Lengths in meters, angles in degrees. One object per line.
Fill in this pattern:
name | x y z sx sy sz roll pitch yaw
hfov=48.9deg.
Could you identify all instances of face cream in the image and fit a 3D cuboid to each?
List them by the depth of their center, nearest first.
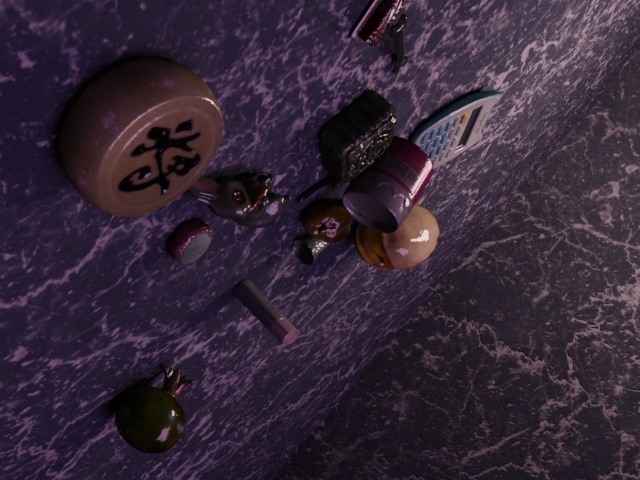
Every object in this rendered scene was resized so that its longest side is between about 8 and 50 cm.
face cream | 0.170 -0.142 1.792 0.195 0.175 0.175 -56 164 -23
face cream | -0.142 0.187 1.823 0.057 0.198 0.084 -46 158 0

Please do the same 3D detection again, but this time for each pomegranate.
pomegranate | -0.416 0.430 1.804 0.224 0.181 0.181 -55 163 -19

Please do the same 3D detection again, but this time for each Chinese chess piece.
Chinese chess piece | -0.272 -0.156 1.084 0.257 0.104 0.257 -38 158 -19

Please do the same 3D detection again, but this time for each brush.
brush | 0.169 -0.515 1.352 0.060 0.050 0.321 0 130 -57

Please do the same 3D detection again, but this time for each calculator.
calculator | 0.376 -0.311 2.108 0.386 0.054 0.256 -33 156 -29

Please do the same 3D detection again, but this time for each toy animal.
toy animal | -0.168 -0.075 1.422 0.236 0.108 0.138 -17 145 -51

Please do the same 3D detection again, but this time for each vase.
vase | 0.000 0.000 1.934 0.149 0.081 0.081 -35 157 -37

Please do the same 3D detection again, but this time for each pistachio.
pistachio | 0.035 -0.057 1.853 0.189 0.100 0.110 -10 143 -56
pistachio | 0.242 -0.019 2.191 0.309 0.230 0.230 -14 142 -47

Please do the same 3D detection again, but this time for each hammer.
hammer | 0.007 -0.145 1.759 0.178 0.021 0.065 -34 156 -23

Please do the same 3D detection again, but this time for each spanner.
spanner | 0.169 -0.415 1.510 0.054 0.015 0.254 -52 170 -1

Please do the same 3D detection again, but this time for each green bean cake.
green bean cake | 0.090 -0.237 1.656 0.183 0.094 0.185 -42 164 -14

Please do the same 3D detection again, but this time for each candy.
candy | -0.270 0.004 1.463 0.103 0.043 0.103 -41 158 -20
